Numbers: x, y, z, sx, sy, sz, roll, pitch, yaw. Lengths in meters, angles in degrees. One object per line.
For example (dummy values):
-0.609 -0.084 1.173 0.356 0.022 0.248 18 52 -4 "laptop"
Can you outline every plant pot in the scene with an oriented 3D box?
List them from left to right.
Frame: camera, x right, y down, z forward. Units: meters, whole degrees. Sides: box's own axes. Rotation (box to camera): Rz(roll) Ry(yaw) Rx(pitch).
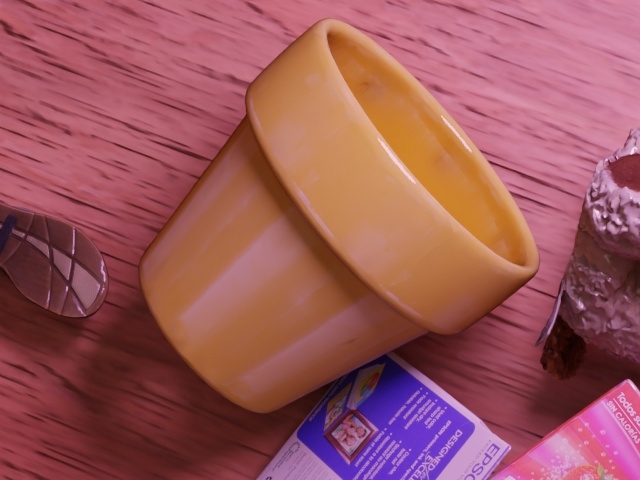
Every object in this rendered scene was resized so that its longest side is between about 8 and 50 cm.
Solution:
0.000 0.000 1.431 0.239 0.254 0.254 -41 78 17 "plant pot"

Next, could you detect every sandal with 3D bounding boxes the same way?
-0.245 0.011 1.551 0.180 0.049 0.072 24 80 25 "sandal"

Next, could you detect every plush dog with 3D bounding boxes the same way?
0.299 0.043 1.386 0.225 0.262 0.210 21 104 12 "plush dog"

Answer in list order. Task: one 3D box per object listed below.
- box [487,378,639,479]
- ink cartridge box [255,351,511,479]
0.262 0.268 1.392 0.142 0.154 0.300 -36 78 0 "box"
0.037 0.201 1.423 0.206 0.045 0.208 -51 35 -2 "ink cartridge box"
